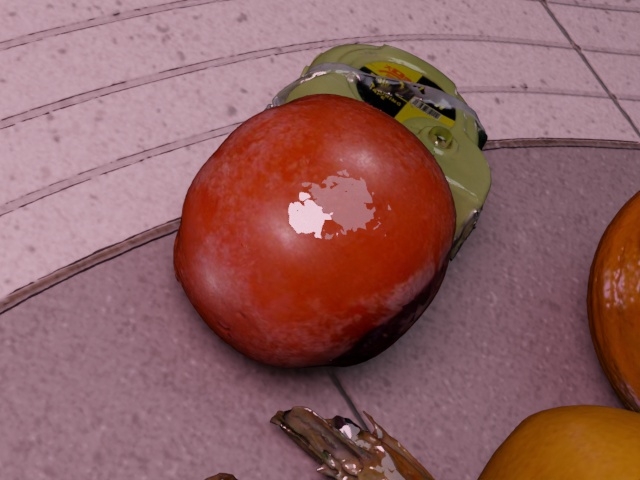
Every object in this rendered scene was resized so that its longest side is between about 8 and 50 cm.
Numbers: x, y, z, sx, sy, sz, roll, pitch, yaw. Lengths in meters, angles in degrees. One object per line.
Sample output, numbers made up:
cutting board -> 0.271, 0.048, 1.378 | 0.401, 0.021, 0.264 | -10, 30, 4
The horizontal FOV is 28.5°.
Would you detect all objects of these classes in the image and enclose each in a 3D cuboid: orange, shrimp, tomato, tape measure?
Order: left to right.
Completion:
tomato -> 0.000, 0.000, 0.926 | 0.184, 0.208, 0.208 | 37, 49, 9
shrimp -> 0.037, 0.236, 0.898 | 0.253, 0.058, 0.173 | 44, 58, -1
tape measure -> 0.053, -0.089, 1.079 | 0.200, 0.106, 0.175 | 27, 39, 2
orange -> 0.353, 0.062, 1.058 | 0.274, 0.274, 0.310 | 66, 14, 20

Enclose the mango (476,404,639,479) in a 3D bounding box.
mango -> 0.172, 0.307, 0.752 | 0.232, 0.300, 0.445 | 21, 56, -24

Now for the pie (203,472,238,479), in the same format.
pie -> -0.097, 0.293, 0.752 | 0.274, 0.105, 0.257 | -16, 78, -35
